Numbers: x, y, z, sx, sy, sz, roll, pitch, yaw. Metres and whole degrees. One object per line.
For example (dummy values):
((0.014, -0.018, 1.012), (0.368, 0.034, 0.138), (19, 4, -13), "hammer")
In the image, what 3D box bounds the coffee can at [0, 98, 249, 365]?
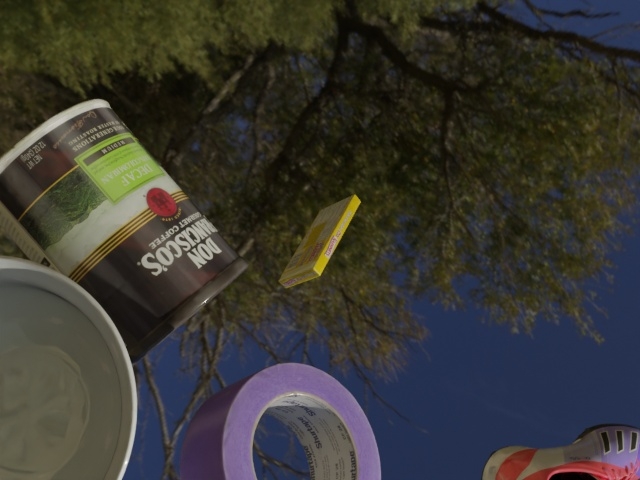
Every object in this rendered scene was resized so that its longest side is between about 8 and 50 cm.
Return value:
((-0.254, -0.006, 0.964), (0.201, 0.275, 0.201), (-41, -178, 1), "coffee can")

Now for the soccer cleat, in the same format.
((0.376, 0.329, 1.079), (0.116, 0.318, 0.108), (10, -82, 60), "soccer cleat")

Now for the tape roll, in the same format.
((-0.036, 0.221, 0.761), (0.080, 0.189, 0.189), (-31, -142, 43), "tape roll")

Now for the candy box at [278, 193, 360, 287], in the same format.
((0.000, 0.000, 1.482), (0.105, 0.027, 0.206), (-20, -150, 45), "candy box")

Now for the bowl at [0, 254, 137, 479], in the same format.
((-0.307, 0.168, 0.758), (0.298, 0.134, 0.297), (-1, -99, 4), "bowl")
